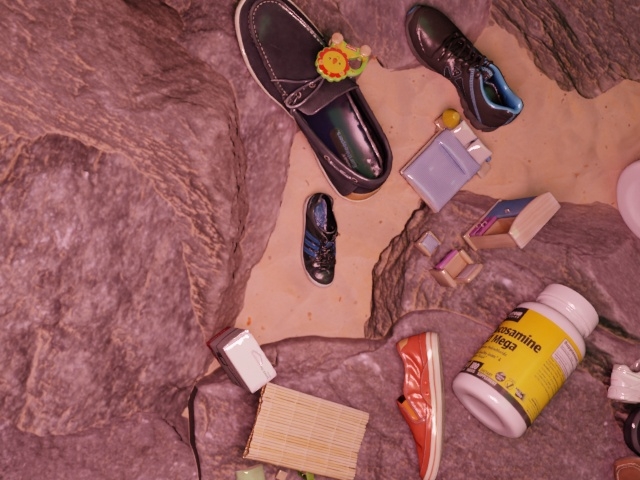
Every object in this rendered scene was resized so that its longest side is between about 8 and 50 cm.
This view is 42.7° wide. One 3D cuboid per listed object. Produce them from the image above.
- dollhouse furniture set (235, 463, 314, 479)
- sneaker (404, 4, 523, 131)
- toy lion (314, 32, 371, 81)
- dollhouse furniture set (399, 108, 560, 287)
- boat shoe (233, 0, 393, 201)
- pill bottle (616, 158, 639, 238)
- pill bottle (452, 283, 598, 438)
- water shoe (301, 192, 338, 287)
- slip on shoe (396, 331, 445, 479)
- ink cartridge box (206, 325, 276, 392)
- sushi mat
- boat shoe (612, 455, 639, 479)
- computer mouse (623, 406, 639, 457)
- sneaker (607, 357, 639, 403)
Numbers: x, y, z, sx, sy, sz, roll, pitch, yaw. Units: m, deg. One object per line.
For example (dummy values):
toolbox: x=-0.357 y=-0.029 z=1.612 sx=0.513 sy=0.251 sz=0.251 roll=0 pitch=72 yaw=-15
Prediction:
dollhouse furniture set: x=-0.093 y=0.496 z=1.680 sx=0.152 sy=0.058 sz=0.076 roll=-11 pitch=91 yaw=-20
sneaker: x=0.330 y=-0.400 z=1.839 sx=0.341 sy=0.140 sz=0.125 roll=47 pitch=75 yaw=-11
toy lion: x=0.042 y=-0.360 z=1.643 sx=0.100 sy=0.034 sz=0.096 roll=21 pitch=76 yaw=-10
dollhouse furniture set: x=0.307 y=-0.103 z=1.784 sx=0.286 sy=0.198 sz=0.303 roll=-44 pitch=101 yaw=-17
boat shoe: x=-0.002 y=-0.309 z=1.706 sx=0.187 sy=0.156 sz=0.500 roll=-33 pitch=97 yaw=-17
pill bottle: x=0.952 y=-0.152 z=2.006 sx=0.408 sy=0.229 sz=0.229 roll=-22 pitch=95 yaw=-20
pill bottle: x=0.465 y=0.260 z=1.828 sx=0.334 sy=0.188 sz=0.188 roll=-46 pitch=102 yaw=-17
water shoe: x=0.000 y=0.000 z=1.728 sx=0.073 sy=0.080 sz=0.203 roll=-7 pitch=89 yaw=-20
slip on shoe: x=0.219 y=0.364 z=1.786 sx=0.101 sy=0.123 sz=0.331 roll=-4 pitch=94 yaw=12
ink cartridge box: x=-0.158 y=0.233 z=1.620 sx=0.063 sy=0.150 sz=0.109 roll=-35 pitch=99 yaw=-18
sushi mat: x=-0.019 y=0.394 z=1.664 sx=0.317 sy=0.019 sz=0.151 roll=26 pitch=71 yaw=-41
boat shoe: x=0.794 y=0.662 z=1.944 sx=0.123 sy=0.116 sz=0.324 roll=-27 pitch=98 yaw=25
computer mouse: x=0.821 y=0.499 z=2.014 sx=0.272 sy=0.072 sz=0.188 roll=40 pitch=73 yaw=-27
sneaker: x=0.814 y=0.346 z=2.006 sx=0.232 sy=0.090 sz=0.115 roll=9 pitch=81 yaw=-20
